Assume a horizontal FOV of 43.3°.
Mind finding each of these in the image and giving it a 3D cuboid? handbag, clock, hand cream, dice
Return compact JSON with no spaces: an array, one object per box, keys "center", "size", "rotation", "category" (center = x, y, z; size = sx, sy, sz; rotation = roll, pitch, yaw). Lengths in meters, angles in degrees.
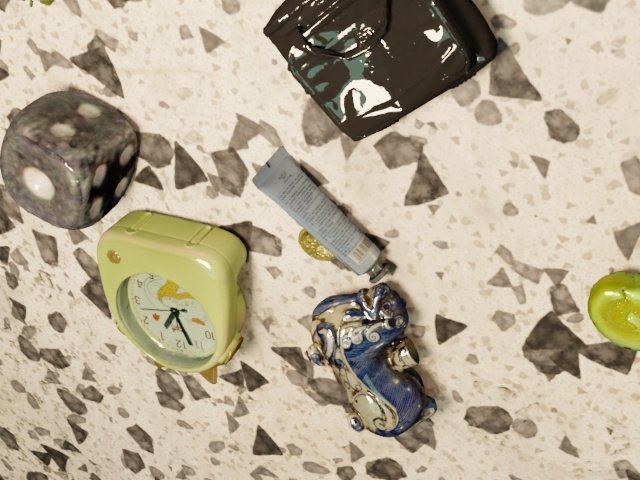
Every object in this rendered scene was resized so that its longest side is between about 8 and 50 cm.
[{"center":[0.075,-0.277,1.114],"size":[0.275,0.088,0.244],"rotation":[-26,114,40],"category":"handbag"},{"center":[-0.274,0.123,1.569],"size":[0.286,0.117,0.348],"rotation":[13,127,20],"category":"clock"},{"center":[0.007,-0.035,1.338],"size":[0.271,0.091,0.058],"rotation":[43,151,-10],"category":"hand cream"},{"center":[-0.445,-0.143,1.438],"size":[0.181,0.183,0.182],"rotation":[29,131,6],"category":"dice"}]

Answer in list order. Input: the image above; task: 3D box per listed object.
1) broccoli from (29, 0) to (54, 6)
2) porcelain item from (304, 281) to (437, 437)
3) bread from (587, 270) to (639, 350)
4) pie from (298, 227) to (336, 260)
[{"center":[-0.439,-0.486,1.184],"size":[0.180,0.273,0.242],"rotation":[47,139,38],"category":"broccoli"},{"center":[0.104,0.211,1.428],"size":[0.186,0.138,0.288],"rotation":[-26,102,20],"category":"porcelain item"},{"center":[0.465,0.099,1.180],"size":[0.139,0.071,0.130],"rotation":[-17,109,38],"category":"bread"},{"center":[0.000,0.002,1.400],"size":[0.084,0.021,0.084],"rotation":[11,124,17],"category":"pie"}]
